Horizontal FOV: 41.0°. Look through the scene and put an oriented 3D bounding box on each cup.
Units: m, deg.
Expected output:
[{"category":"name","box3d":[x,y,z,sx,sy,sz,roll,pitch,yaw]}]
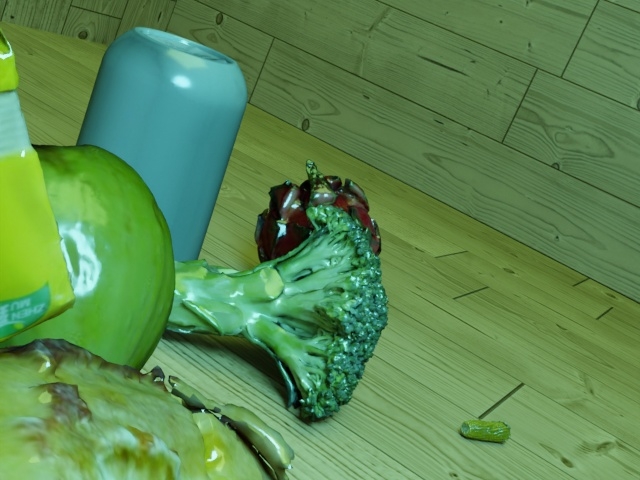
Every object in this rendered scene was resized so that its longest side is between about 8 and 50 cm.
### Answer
[{"category":"cup","box3d":[-0.225,-0.114,1.157,0.206,0.312,0.205,20,16,-6]}]

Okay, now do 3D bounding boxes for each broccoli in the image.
[{"category":"broccoli","box3d":[-0.098,0.058,1.035,0.361,0.221,0.252,25,50,6]}]

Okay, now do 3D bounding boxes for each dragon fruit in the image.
[{"category":"dragon fruit","box3d":[0.000,0.000,1.278,0.193,0.192,0.274,28,-16,-21]}]

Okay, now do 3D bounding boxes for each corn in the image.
[{"category":"corn","box3d":[0.218,0.247,1.116,0.083,0.028,0.027,14,-4,-32]}]

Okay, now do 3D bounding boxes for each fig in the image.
[{"category":"fig","box3d":[-0.244,0.047,0.765,0.239,0.239,0.271,13,48,-37]}]

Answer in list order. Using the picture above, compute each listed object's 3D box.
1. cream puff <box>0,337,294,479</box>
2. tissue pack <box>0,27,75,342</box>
[{"category":"cream puff","box3d":[-0.118,0.201,0.362,0.350,0.229,0.350,46,9,-9]},{"category":"tissue pack","box3d":[-0.390,-0.021,0.499,0.382,0.228,0.293,-24,42,-33]}]
